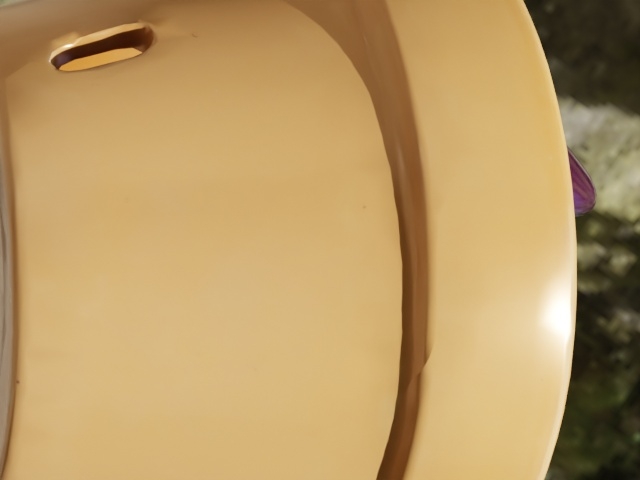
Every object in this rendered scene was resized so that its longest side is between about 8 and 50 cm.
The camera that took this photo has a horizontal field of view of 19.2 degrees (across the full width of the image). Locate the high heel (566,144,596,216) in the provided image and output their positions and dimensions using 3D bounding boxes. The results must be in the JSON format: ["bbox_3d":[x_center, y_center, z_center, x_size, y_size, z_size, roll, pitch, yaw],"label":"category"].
[{"bbox_3d":[0.151,-0.165,1.664,0.181,0.377,0.127,-50,-147,13],"label":"high heel"}]

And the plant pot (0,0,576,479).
[{"bbox_3d":[-0.049,0.006,0.794,0.291,0.204,0.290,177,-90,-68],"label":"plant pot"}]
